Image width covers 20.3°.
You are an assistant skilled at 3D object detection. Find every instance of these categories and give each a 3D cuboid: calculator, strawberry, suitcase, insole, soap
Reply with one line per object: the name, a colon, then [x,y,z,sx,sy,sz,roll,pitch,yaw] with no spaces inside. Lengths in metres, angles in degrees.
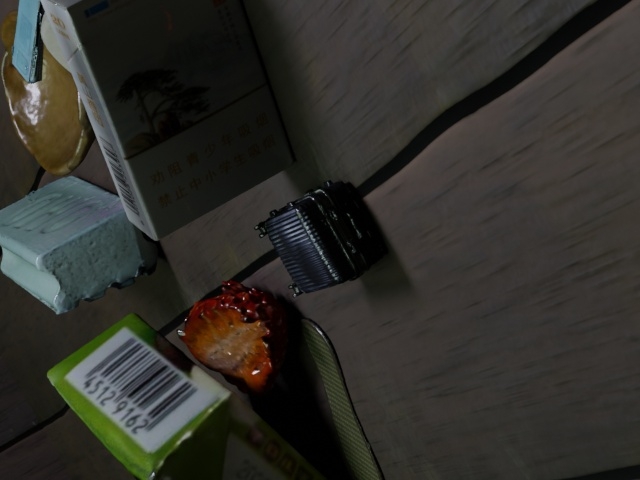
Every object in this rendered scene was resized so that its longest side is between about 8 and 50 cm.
calculator: [-0.312,-0.254,1.940,0.057,0.018,0.172,41,132,40]
strawberry: [-0.072,0.093,1.851,0.121,0.082,0.188,41,152,-5]
suitcase: [0.000,0.000,1.531,0.086,0.059,0.126,60,161,-3]
insole: [0.025,0.183,1.824,0.086,0.005,0.253,30,145,55]
soap: [-0.312,-0.002,2.199,0.261,0.150,0.094,23,133,61]

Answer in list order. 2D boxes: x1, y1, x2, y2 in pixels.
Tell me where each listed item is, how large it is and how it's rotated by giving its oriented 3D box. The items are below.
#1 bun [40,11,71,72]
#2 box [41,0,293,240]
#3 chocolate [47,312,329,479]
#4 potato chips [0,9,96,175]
bun: [-0.186,-0.202,1.666,0.138,0.094,0.138,16,155,8]
box: [-0.127,-0.136,1.518,0.067,0.149,0.233,30,145,51]
chocolate: [-0.122,0.238,1.972,0.289,0.137,0.301,47,172,-34]
potato chips: [-0.296,-0.172,2.018,0.208,0.062,0.195,-11,93,56]
